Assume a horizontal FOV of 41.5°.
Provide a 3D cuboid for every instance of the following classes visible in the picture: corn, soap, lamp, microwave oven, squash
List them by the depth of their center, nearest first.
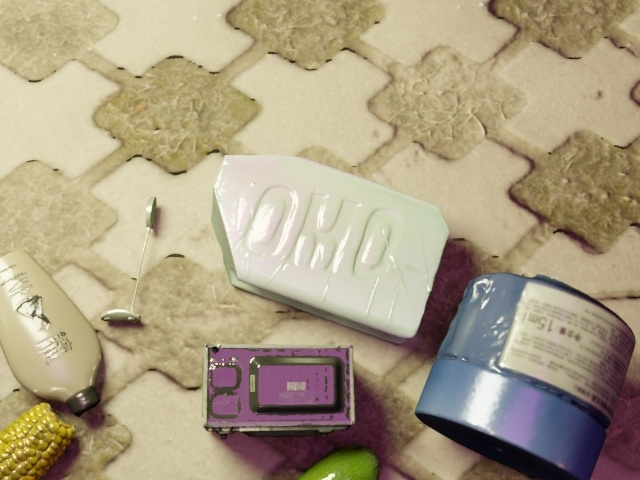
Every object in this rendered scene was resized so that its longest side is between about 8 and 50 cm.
[{"bbox_3d":[-0.470,0.356,1.159,0.101,0.101,0.310,39,80,6],"label":"corn"},{"bbox_3d":[-0.065,0.420,1.168,0.379,0.101,0.101,-36,82,-12],"label":"squash"},{"bbox_3d":[-0.063,0.213,1.184,0.205,0.163,0.129,0,80,-6],"label":"microwave oven"},{"bbox_3d":[0.000,0.000,1.259,0.347,0.115,0.208,20,77,2],"label":"soap"},{"bbox_3d":[-0.282,0.027,1.269,0.056,0.050,0.198,8,77,0],"label":"lamp"}]

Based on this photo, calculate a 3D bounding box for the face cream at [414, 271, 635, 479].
[{"bbox_3d":[0.284,0.189,1.165,0.249,0.249,0.225,26,75,3],"label":"face cream"}]

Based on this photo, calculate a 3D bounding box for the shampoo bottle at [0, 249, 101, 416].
[{"bbox_3d":[-0.399,0.138,1.222,0.127,0.078,0.257,-30,80,-28],"label":"shampoo bottle"}]
